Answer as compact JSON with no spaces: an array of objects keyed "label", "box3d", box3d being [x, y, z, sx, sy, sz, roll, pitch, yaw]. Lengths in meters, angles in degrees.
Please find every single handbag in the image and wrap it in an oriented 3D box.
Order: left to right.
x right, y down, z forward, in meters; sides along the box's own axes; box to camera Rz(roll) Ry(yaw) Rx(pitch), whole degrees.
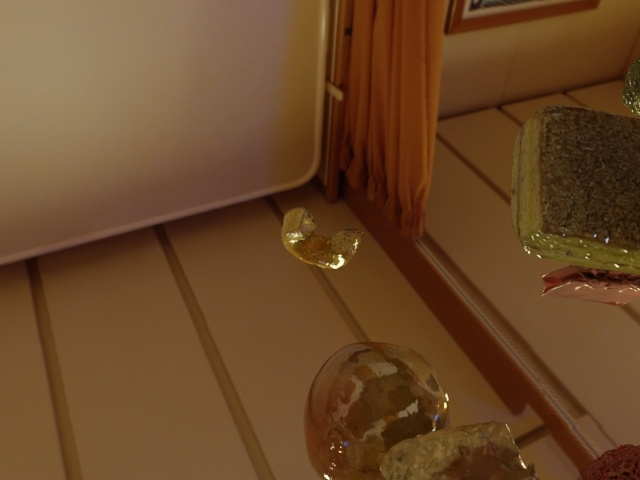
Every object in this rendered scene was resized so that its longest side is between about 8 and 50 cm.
[{"label":"handbag","box3d":[0.635,0.102,1.340,0.213,0.157,0.059,6,-106,-8]}]

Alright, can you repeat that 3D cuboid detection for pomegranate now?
[{"label":"pomegranate","box3d":[0.115,0.351,1.117,0.320,0.319,0.319,2,-136,-2]}]

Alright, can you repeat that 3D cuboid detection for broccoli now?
[{"label":"broccoli","box3d":[0.650,-0.300,1.123,0.131,0.130,0.120,46,-144,5]}]

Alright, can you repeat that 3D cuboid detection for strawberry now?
[{"label":"strawberry","box3d":[0.640,0.510,1.198,0.201,0.187,0.184,-49,-120,4]}]

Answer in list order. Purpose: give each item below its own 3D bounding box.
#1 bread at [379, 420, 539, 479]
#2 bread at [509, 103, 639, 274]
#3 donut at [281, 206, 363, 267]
[{"label":"bread","box3d":[0.235,0.401,0.895,0.224,0.211,0.183,-20,-129,13]},{"label":"bread","box3d":[0.357,-0.057,0.709,0.234,0.110,0.184,11,-111,-4]},{"label":"donut","box3d":[-0.006,0.004,1.271,0.181,0.146,0.078,23,-119,-13]}]
